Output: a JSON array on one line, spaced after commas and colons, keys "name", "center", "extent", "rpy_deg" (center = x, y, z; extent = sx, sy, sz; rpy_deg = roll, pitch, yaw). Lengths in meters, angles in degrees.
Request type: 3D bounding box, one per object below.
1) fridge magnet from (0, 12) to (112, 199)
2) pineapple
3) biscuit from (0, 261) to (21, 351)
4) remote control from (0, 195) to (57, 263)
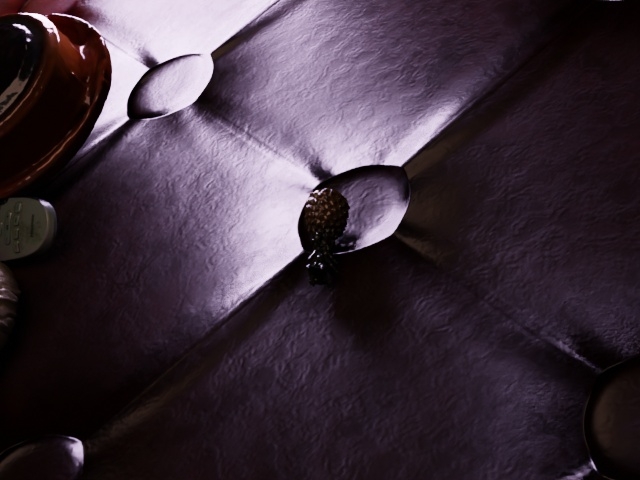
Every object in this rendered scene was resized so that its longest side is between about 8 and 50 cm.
[{"name": "fridge magnet", "center": [-0.476, -0.202, 1.821], "extent": [0.363, 0.155, 0.364], "rpy_deg": [-16, 52, 21]}, {"name": "pineapple", "center": [0.000, 0.000, 1.403], "extent": [0.058, 0.058, 0.124], "rpy_deg": [-7, 50, 26]}, {"name": "biscuit", "center": [-0.479, 0.094, 1.582], "extent": [0.179, 0.084, 0.281], "rpy_deg": [-35, 42, -11]}, {"name": "remote control", "center": [-0.460, -0.012, 1.694], "extent": [0.256, 0.045, 0.098], "rpy_deg": [-2, 81, 32]}]
